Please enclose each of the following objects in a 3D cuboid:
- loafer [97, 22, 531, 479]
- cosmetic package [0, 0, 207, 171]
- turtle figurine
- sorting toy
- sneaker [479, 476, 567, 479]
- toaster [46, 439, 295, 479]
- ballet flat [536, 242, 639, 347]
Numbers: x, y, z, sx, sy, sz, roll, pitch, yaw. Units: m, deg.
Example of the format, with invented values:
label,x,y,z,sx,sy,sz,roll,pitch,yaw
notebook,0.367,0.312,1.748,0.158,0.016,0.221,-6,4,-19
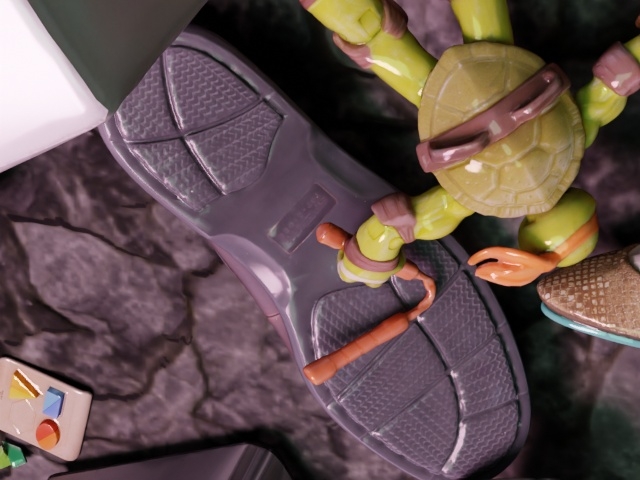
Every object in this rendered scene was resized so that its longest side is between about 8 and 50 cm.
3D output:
label,x,y,z,sx,sy,sz,roll,pitch,yaw
loafer,0.000,0.000,0.964,0.109,0.095,0.302,-41,108,3
cosmetic package,-0.208,-0.212,0.703,0.329,0.393,0.327,-20,112,30
turtle figurine,0.062,-0.059,0.860,0.270,0.087,0.217,-32,100,13
sorting toy,-0.175,0.114,1.128,0.062,0.012,0.083,21,125,6
sneaker,0.117,0.237,1.019,0.100,0.108,0.271,-6,141,17
toaster,-0.070,0.216,1.096,0.186,0.110,0.168,-12,117,25
ballet flat,0.211,0.027,0.904,0.206,0.073,0.067,13,115,-4
